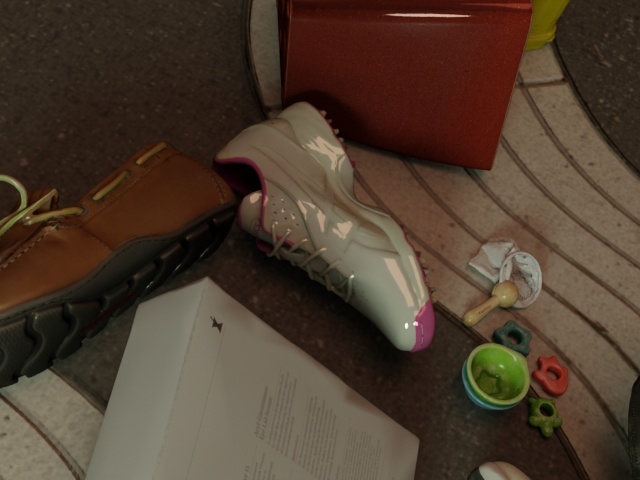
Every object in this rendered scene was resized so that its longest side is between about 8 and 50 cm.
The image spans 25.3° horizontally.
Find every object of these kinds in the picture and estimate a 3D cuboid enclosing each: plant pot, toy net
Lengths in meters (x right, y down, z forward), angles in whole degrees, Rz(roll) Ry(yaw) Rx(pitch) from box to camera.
[{"bbox_3d":[0.074,-0.255,1.536,0.236,0.267,0.267,0,57,-5],"label":"plant pot"},{"bbox_3d":[0.206,0.084,1.471,0.122,0.045,0.232,16,53,-8],"label":"toy net"}]

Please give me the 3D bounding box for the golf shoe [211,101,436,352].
[{"bbox_3d":[0.000,0.000,1.424,0.140,0.115,0.306,-21,58,-22],"label":"golf shoe"}]

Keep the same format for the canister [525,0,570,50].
[{"bbox_3d":[0.257,-0.327,1.689,0.073,0.170,0.126,-11,61,-26],"label":"canister"}]

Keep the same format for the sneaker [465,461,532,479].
[{"bbox_3d":[0.243,0.313,1.300,0.292,0.110,0.118,50,48,6],"label":"sneaker"}]

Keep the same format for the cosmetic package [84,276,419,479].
[{"bbox_3d":[-0.064,0.262,1.143,0.284,0.097,0.377,42,44,-33],"label":"cosmetic package"}]

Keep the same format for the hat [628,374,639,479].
[{"bbox_3d":[0.368,0.209,1.366,0.134,0.331,0.331,-18,57,15],"label":"hat"}]

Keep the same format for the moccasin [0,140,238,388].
[{"bbox_3d":[-0.243,0.012,1.302,0.147,0.139,0.380,43,54,13],"label":"moccasin"}]
